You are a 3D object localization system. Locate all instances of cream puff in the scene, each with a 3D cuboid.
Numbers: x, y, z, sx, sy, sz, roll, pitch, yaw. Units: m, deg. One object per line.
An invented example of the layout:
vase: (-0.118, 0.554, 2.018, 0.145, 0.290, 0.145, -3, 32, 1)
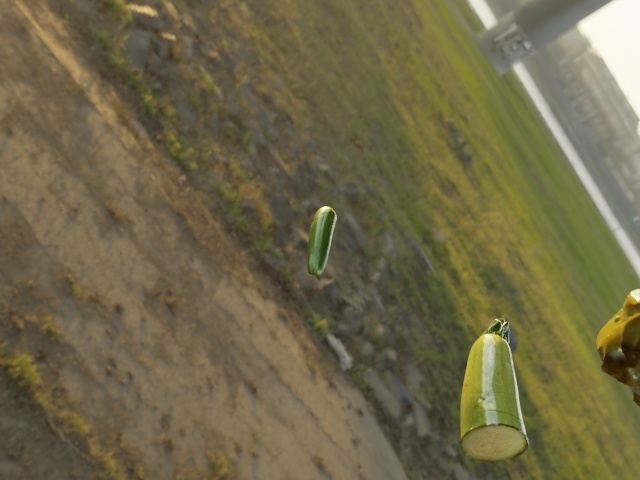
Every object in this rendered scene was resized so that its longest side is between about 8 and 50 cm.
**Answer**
cream puff: (0.511, 0.157, 1.155, 0.185, 0.281, 0.282, -45, 108, -32)

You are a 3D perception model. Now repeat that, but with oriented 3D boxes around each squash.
squash: (0.000, -0.001, 0.895, 0.027, 0.027, 0.089, 48, 34, -31)
squash: (0.252, 0.200, 1.270, 0.094, 0.094, 0.224, 47, 37, -33)
